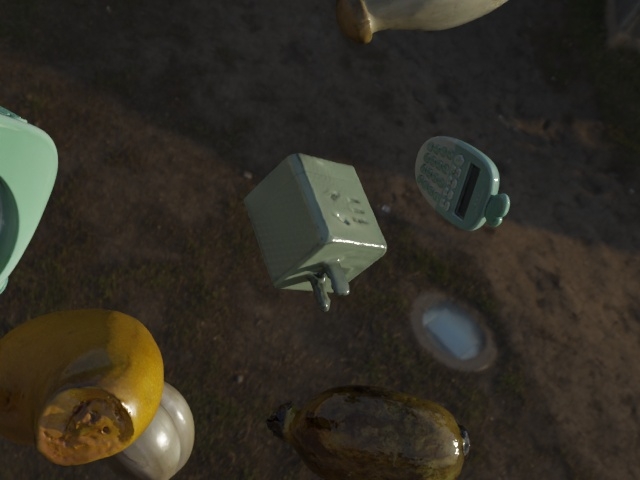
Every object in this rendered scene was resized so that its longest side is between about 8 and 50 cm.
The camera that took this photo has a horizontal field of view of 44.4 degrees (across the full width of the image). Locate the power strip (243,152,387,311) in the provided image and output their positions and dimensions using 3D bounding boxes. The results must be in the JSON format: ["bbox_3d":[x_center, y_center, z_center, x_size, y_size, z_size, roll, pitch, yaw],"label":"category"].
[{"bbox_3d":[0.000,0.000,1.179,0.140,0.139,0.224,9,51,-46],"label":"power strip"}]

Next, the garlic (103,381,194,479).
[{"bbox_3d":[-0.385,0.438,1.646,0.245,0.340,0.231,-10,27,-8],"label":"garlic"}]

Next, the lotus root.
[{"bbox_3d":[0.059,0.252,1.008,0.260,0.145,0.128,6,54,6],"label":"lotus root"}]

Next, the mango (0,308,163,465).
[{"bbox_3d":[-0.274,0.156,0.882,0.187,0.359,0.144,-36,109,-32],"label":"mango"}]

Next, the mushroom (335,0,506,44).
[{"bbox_3d":[0.197,-0.433,1.382,0.350,0.128,0.128,-15,57,-6],"label":"mushroom"}]

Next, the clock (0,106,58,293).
[{"bbox_3d":[-0.272,-0.010,0.526,0.060,0.189,0.148,26,3,31],"label":"clock"}]

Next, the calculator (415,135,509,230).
[{"bbox_3d":[0.164,-0.066,0.917,0.021,0.095,0.153,-10,36,-37],"label":"calculator"}]
